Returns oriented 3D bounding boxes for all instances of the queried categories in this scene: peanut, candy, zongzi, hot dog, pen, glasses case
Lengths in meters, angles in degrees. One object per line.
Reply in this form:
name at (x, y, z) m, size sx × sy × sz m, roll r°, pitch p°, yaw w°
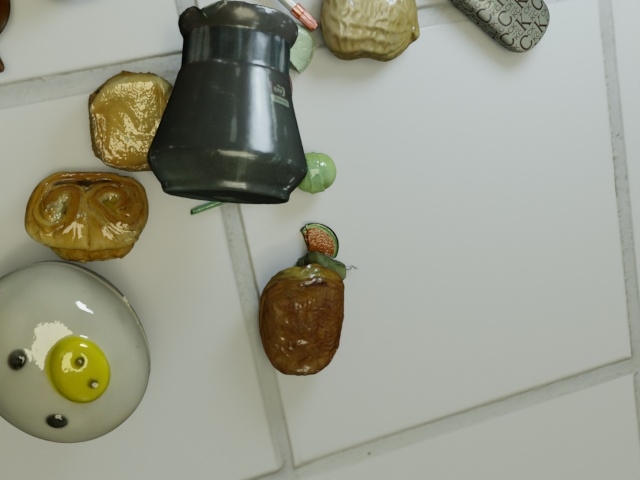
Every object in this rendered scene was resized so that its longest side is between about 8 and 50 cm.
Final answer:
peanut at (0.112, -0.485, 1.696) m, size 0.233 × 0.110 × 0.196 m, roll 4°, pitch 99°, yaw -15°
candy at (-0.126, -0.113, 1.721) m, size 0.336 × 0.093 × 0.092 m, roll -19°, pitch 88°, yaw -3°
zongzi at (0.033, 0.058, 1.765) m, size 0.154 × 0.130 × 0.062 m, roll 11°, pitch 67°, yaw -19°
hot dog at (-0.039, 0.165, 1.744) m, size 0.196 × 0.122 × 0.272 m, roll -2°, pitch 117°, yaw -6°
pen at (-0.097, -0.532, 1.653) m, size 0.239 × 0.028 × 0.028 m, roll 41°, pitch 87°, yaw -11°
glasses case at (0.375, -0.570, 1.769) m, size 0.355 × 0.085 × 0.137 m, roll 35°, pitch 90°, yaw -20°

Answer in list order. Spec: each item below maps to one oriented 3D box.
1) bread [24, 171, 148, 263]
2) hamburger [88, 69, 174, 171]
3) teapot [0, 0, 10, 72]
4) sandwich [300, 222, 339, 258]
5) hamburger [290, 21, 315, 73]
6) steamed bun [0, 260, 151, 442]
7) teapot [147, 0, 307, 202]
bread at (-0.463, -0.054, 1.563) m, size 0.236 × 0.198 × 0.120 m, roll 1°, pitch 135°, yaw -9°
hamburger at (-0.373, -0.244, 1.597) m, size 0.214 × 0.108 × 0.213 m, roll -3°, pitch 100°, yaw -15°
teapot at (-0.669, -0.430, 1.464) m, size 0.178 × 0.135 × 0.252 m, roll -27°, pitch 106°, yaw -6°
sandwich at (-0.001, -0.004, 1.796) m, size 0.101 × 0.026 × 0.069 m, roll 16°, pitch 99°, yaw -15°
hamburger at (-0.061, -0.428, 1.687) m, size 0.121 × 0.054 × 0.084 m, roll 44°, pitch 81°, yaw -21°
steamed bun at (-0.511, 0.221, 1.538) m, size 0.334 × 0.334 × 0.374 m, roll -28°, pitch 109°, yaw -10°
teapot at (-0.153, -0.256, 1.533) m, size 0.306 × 0.376 × 0.361 m, roll 4°, pitch 87°, yaw 23°
